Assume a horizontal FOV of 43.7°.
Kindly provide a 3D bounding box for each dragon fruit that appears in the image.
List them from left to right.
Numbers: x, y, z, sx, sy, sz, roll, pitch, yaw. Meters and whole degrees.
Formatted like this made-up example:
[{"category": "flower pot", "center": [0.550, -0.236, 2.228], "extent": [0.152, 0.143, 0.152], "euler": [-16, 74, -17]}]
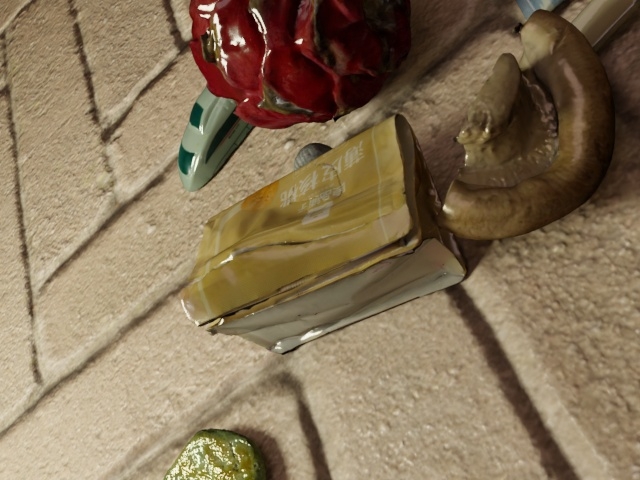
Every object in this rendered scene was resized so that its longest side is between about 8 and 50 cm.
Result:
[{"category": "dragon fruit", "center": [-0.028, -0.311, 1.105], "extent": [0.329, 0.329, 0.329], "euler": [-20, 55, 32]}]

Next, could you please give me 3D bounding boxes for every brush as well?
[{"category": "brush", "center": [0.390, -0.315, 0.938], "extent": [0.321, 0.050, 0.060], "euler": [-48, 47, 20]}]

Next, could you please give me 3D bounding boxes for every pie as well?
[{"category": "pie", "center": [-0.141, 0.334, 1.031], "extent": [0.187, 0.041, 0.187], "euler": [-21, 54, 32]}]

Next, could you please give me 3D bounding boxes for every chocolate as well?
[{"category": "chocolate", "center": [0.013, -0.076, 1.106], "extent": [0.072, 0.072, 0.167], "euler": [-43, 44, 14]}]

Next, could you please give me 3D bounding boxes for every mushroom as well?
[{"category": "mushroom", "center": [0.247, -0.115, 0.885], "extent": [0.151, 0.156, 0.286], "euler": [22, 80, 25]}]

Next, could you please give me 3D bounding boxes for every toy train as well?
[{"category": "toy train", "center": [-0.127, -0.260, 1.317], "extent": [0.407, 0.088, 0.086], "euler": [-53, 45, 6]}]

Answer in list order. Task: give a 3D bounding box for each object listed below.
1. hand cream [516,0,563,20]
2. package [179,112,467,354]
[{"category": "hand cream", "center": [0.356, -0.371, 0.997], "extent": [0.256, 0.055, 0.088], "euler": [-40, 42, 26]}, {"category": "package", "center": [-0.014, 0.005, 0.970], "extent": [0.311, 0.165, 0.221], "euler": [-24, 80, 26]}]
